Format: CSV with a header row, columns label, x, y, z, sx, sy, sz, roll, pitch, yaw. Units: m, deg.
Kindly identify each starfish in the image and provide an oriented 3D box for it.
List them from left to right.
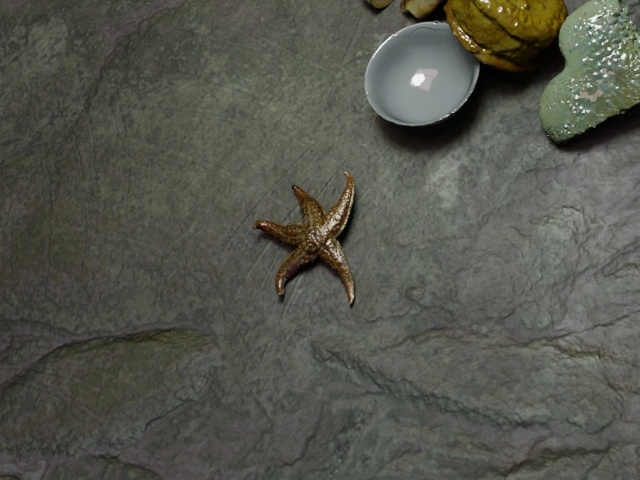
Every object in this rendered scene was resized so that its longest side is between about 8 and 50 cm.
label,x,y,z,sx,sy,sz,roll,pitch,yaw
starfish,-0.004,-0.003,1.541,0.213,0.057,0.238,-44,58,9

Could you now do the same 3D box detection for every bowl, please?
label,x,y,z,sx,sy,sz,roll,pitch,yaw
bowl,0.173,-0.250,1.556,0.188,0.086,0.189,-8,67,19

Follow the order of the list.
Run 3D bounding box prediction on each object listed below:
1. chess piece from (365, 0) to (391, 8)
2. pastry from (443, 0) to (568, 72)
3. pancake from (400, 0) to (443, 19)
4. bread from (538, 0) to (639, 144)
label,x,y,z,sx,sy,sz,roll,pitch,yaw
chess piece,0.074,-0.461,1.704,0.066,0.066,0.122,-48,55,-2
pastry,0.287,-0.352,1.492,0.103,0.188,0.189,-52,45,48
pancake,0.215,-0.501,1.619,0.266,0.057,0.245,-54,21,31
bread,0.418,-0.239,1.423,0.172,0.064,0.232,22,104,15
